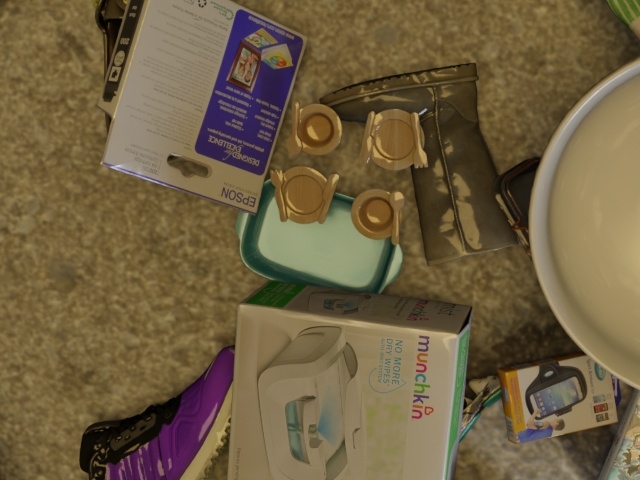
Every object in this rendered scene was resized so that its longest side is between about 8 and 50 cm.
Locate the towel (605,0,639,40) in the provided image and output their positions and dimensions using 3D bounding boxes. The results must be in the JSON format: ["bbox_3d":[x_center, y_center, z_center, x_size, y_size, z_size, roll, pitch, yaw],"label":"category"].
[{"bbox_3d":[0.358,-0.365,1.256,0.248,0.038,0.325,-29,71,7],"label":"towel"}]

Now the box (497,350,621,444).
[{"bbox_3d":[0.264,0.166,1.338,0.136,0.028,0.081,-11,95,-10],"label":"box"}]

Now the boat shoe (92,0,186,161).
[{"bbox_3d":[-0.189,-0.233,1.322,0.109,0.091,0.305,0,96,46],"label":"boat shoe"}]

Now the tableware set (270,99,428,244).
[{"bbox_3d":[0.028,-0.075,1.309,0.168,0.020,0.141,10,105,11],"label":"tableware set"}]

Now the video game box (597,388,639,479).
[{"bbox_3d":[0.421,0.218,1.312,0.205,0.048,0.187,21,93,5],"label":"video game box"}]

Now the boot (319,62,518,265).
[{"bbox_3d":[0.106,-0.076,1.339,0.189,0.076,0.208,-8,100,8],"label":"boot"}]

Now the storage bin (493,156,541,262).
[{"bbox_3d":[0.256,-0.029,1.291,0.098,0.091,0.135,-30,90,-34],"label":"storage bin"}]

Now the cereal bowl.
[{"bbox_3d":[0.368,-0.023,1.161,0.339,0.141,0.339,3,103,14],"label":"cereal bowl"}]

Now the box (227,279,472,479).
[{"bbox_3d":[0.031,0.191,1.305,0.231,0.127,0.262,8,102,13],"label":"box"}]

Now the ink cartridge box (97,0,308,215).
[{"bbox_3d":[-0.126,-0.151,1.289,0.206,0.045,0.208,19,85,-40],"label":"ink cartridge box"}]

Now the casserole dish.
[{"bbox_3d":[0.000,0.000,1.360,0.188,0.037,0.114,18,96,6],"label":"casserole dish"}]

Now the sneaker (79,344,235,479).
[{"bbox_3d":[-0.188,0.228,1.363,0.146,0.102,0.293,29,96,4],"label":"sneaker"}]

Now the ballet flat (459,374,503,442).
[{"bbox_3d":[0.170,0.176,1.360,0.041,0.041,0.114,43,95,1],"label":"ballet flat"}]
